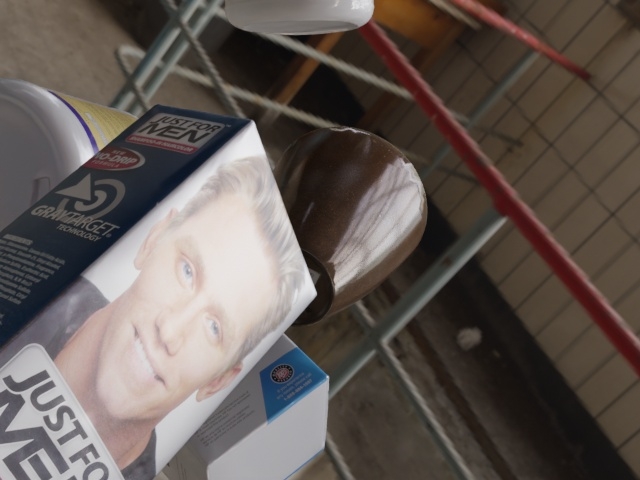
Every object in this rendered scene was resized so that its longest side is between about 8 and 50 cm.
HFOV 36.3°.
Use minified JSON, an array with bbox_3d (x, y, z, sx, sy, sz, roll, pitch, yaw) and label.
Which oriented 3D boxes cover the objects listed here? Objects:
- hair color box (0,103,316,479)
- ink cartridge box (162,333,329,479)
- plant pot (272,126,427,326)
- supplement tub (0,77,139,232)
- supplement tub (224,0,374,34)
[{"bbox_3d":[-0.159,0.074,0.665,0.105,0.173,0.347,13,47,36],"label":"hair color box"},{"bbox_3d":[-0.151,0.200,1.311,0.198,0.197,0.270,-33,58,-26],"label":"ink cartridge box"},{"bbox_3d":[0.000,0.000,1.194,0.215,0.215,0.230,40,32,-3],"label":"plant pot"},{"bbox_3d":[-0.308,-0.052,1.167,0.241,0.241,0.331,46,11,12],"label":"supplement tub"},{"bbox_3d":[-0.029,-0.404,1.226,0.191,0.272,0.191,-1,6,0],"label":"supplement tub"}]
